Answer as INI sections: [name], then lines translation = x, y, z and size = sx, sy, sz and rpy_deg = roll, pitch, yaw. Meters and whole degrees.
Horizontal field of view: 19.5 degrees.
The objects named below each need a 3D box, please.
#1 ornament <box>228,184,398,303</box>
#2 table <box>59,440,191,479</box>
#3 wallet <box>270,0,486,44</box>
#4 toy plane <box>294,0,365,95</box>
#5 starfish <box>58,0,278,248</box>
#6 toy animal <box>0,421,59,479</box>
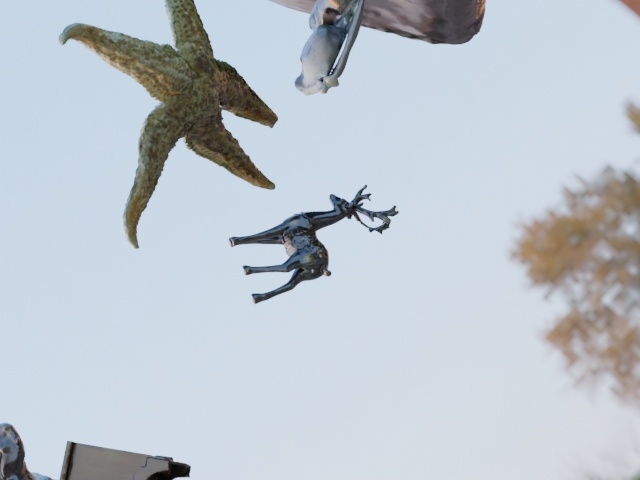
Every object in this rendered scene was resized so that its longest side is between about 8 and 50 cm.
[ornament]
translation = 0.000, 0.000, 1.338
size = 0.125, 0.073, 0.028
rpy_deg = -16, -46, -11
[table]
translation = -0.153, 0.198, 1.443
size = 0.083, 0.082, 0.070
rpy_deg = 52, -133, -74
[wallet]
translation = 0.039, -0.276, 1.532
size = 0.406, 0.228, 0.062
rpy_deg = 92, -167, -74
[toy plane]
translation = 0.012, -0.154, 0.906
size = 0.262, 0.088, 0.192
rpy_deg = 176, 111, -72
[starfish]
translation = -0.096, -0.095, 1.282
size = 0.223, 0.050, 0.217
rpy_deg = 26, -103, -44
[toy animal]
translation = -0.259, 0.283, 1.791
size = 0.106, 0.168, 0.343
rpy_deg = -21, -48, 20
